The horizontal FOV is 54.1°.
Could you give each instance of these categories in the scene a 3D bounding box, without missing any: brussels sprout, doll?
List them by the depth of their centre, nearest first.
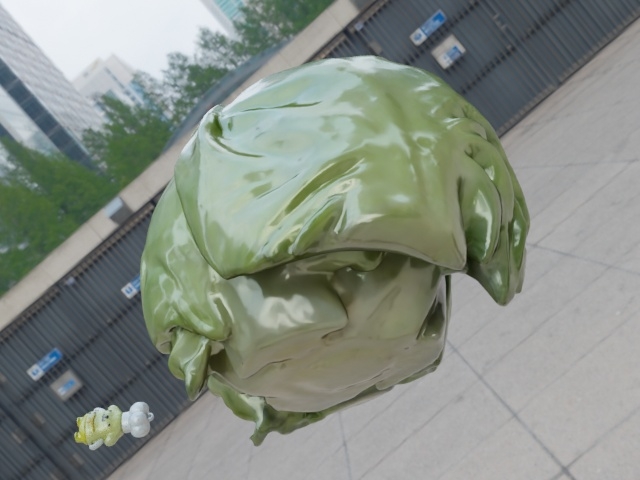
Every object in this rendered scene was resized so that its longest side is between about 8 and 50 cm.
[{"bbox_3d":[-0.010,-0.016,0.679,0.342,0.361,0.425,9,-40,-33],"label":"brussels sprout"},{"bbox_3d":[-0.440,0.393,1.346,0.162,0.062,0.106,-8,38,-8],"label":"doll"}]
